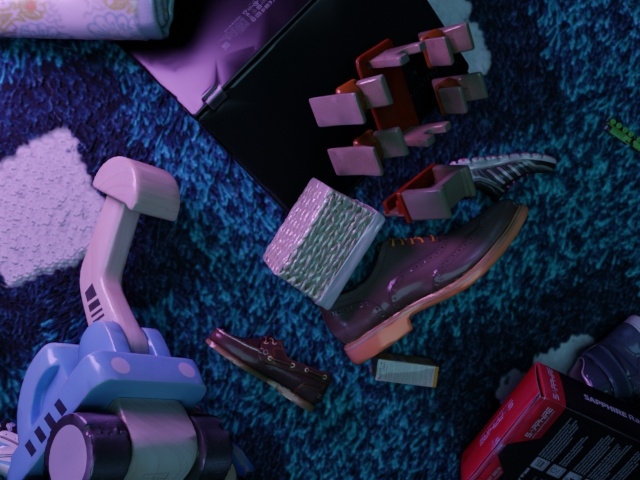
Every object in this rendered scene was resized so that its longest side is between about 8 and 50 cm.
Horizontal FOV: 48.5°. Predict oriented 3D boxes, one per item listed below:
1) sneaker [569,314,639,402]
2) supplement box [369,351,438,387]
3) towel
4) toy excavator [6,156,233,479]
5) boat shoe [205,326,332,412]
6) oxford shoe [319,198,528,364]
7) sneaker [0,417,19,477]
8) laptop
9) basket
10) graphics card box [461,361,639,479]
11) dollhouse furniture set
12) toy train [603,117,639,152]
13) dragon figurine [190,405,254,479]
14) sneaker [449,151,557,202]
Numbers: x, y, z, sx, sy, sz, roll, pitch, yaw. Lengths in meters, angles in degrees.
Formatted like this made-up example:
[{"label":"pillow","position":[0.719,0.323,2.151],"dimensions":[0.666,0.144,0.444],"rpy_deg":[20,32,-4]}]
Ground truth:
[{"label":"sneaker","position":[0.506,0.257,1.144],"dimensions":[0.163,0.086,0.226],"rpy_deg":[-29,78,-12]},{"label":"supplement box","position":[0.133,0.205,1.136],"dimensions":[0.098,0.062,0.036],"rpy_deg":[8,93,-6]},{"label":"towel","position":[-0.366,-0.480,1.027],"dimensions":[0.320,0.090,0.375],"rpy_deg":[3,91,10]},{"label":"toy excavator","position":[-0.302,0.159,1.002],"dimensions":[0.433,0.222,0.445],"rpy_deg":[-51,52,20]},{"label":"boat shoe","position":[-0.078,0.187,1.115],"dimensions":[0.207,0.073,0.073],"rpy_deg":[33,88,-13]},{"label":"oxford shoe","position":[0.160,0.034,1.102],"dimensions":[0.363,0.130,0.133],"rpy_deg":[-38,89,-3]},{"label":"sneaker","position":[-0.453,0.323,1.081],"dimensions":[0.237,0.085,0.086],"rpy_deg":[14,84,-9]},{"label":"laptop","position":[-0.051,-0.307,1.121],"dimensions":[0.382,0.236,0.408],"rpy_deg":[-45,67,-2]},{"label":"basket","position":[0.000,0.000,1.075],"dimensions":[0.103,0.113,0.167],"rpy_deg":[30,94,-22]},{"label":"graphics card box","position":[0.437,0.362,1.109],"dimensions":[0.370,0.094,0.233],"rpy_deg":[25,119,-4]},{"label":"dollhouse furniture set","position":[0.119,-0.159,1.038],"dimensions":[0.262,0.135,0.259],"rpy_deg":[-38,117,-33]},{"label":"toy train","position":[0.505,-0.173,1.175],"dimensions":[0.083,0.017,0.024],"rpy_deg":[31,100,-6]},{"label":"dragon figurine","position":[-0.150,0.371,1.106],"dimensions":[0.085,0.144,0.289],"rpy_deg":[-35,114,-4]},{"label":"sneaker","position":[0.293,-0.100,1.138],"dimensions":[0.170,0.063,0.075],"rpy_deg":[-6,93,0]}]
